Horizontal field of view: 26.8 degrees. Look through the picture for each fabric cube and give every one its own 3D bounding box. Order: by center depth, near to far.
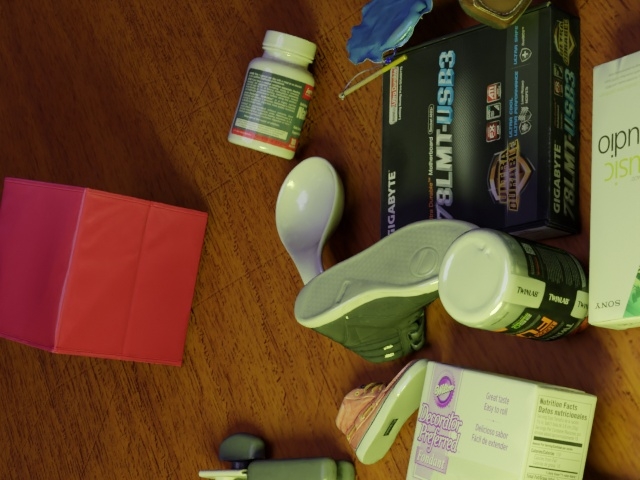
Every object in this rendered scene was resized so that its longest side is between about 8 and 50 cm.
[{"bbox_3d":[-0.369,0.050,2.194,0.254,0.259,0.258,7,87,47],"label":"fabric cube"}]

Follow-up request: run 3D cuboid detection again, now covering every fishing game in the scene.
[{"bbox_3d":[0.111,-0.319,1.897,0.189,0.041,0.264,-29,35,40],"label":"fishing game"}]

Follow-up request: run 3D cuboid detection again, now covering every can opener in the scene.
[{"bbox_3d":[-0.069,0.324,1.937,0.280,0.074,0.093,-6,75,46],"label":"can opener"}]

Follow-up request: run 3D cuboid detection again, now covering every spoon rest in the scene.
[{"bbox_3d":[0.000,0.000,1.942,0.137,0.084,0.276,-41,54,32],"label":"spoon rest"}]

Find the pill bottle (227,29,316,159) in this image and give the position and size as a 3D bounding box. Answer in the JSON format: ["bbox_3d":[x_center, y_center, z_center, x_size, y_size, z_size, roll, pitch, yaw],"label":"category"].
[{"bbox_3d":[-0.068,-0.223,2.054,0.108,0.108,0.180,19,94,47],"label":"pill bottle"}]

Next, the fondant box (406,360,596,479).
[{"bbox_3d":[0.194,0.323,1.601,0.238,0.096,0.330,4,82,63],"label":"fondant box"}]

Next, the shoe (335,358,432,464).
[{"bbox_3d":[0.084,0.211,1.811,0.081,0.063,0.178,49,119,36],"label":"shoe"}]

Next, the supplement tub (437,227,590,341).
[{"bbox_3d":[0.240,0.056,1.593,0.117,0.190,0.117,-15,69,45],"label":"supplement tub"}]

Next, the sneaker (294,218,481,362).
[{"bbox_3d":[0.122,0.069,1.762,0.295,0.147,0.105,-24,46,31],"label":"sneaker"}]

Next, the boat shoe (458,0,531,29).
[{"bbox_3d":[0.261,-0.426,1.683,0.120,0.122,0.324,139,152,-74],"label":"boat shoe"}]

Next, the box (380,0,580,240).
[{"bbox_3d":[0.203,-0.133,1.772,0.293,0.073,0.296,-10,72,44],"label":"box"}]

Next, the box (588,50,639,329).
[{"bbox_3d":[0.402,-0.068,1.520,0.232,0.058,0.322,-15,69,57],"label":"box"}]
